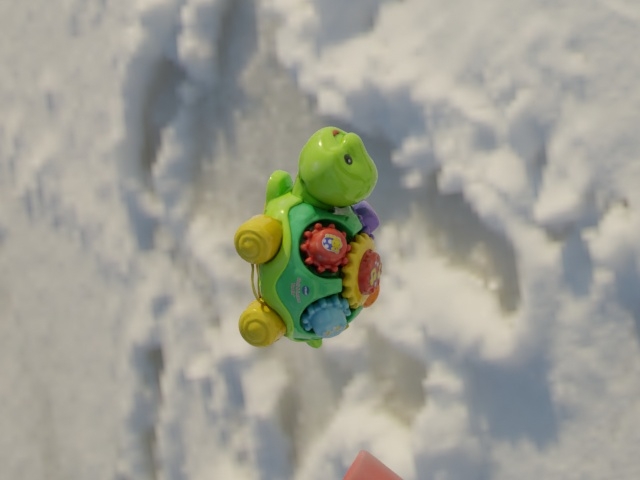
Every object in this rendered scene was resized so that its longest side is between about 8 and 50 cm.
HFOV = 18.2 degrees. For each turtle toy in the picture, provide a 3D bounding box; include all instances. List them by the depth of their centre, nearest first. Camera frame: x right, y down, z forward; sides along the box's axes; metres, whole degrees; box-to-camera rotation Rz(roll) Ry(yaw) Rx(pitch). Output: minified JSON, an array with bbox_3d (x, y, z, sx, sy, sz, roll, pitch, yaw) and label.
[{"bbox_3d":[0.000,0.000,1.100,0.066,0.095,0.130,8,113,22],"label":"turtle toy"}]

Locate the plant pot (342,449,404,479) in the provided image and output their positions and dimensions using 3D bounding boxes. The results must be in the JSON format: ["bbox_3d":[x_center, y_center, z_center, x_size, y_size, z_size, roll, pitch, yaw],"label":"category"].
[{"bbox_3d":[0.077,0.381,1.960,0.243,0.275,0.275,29,136,5],"label":"plant pot"}]
